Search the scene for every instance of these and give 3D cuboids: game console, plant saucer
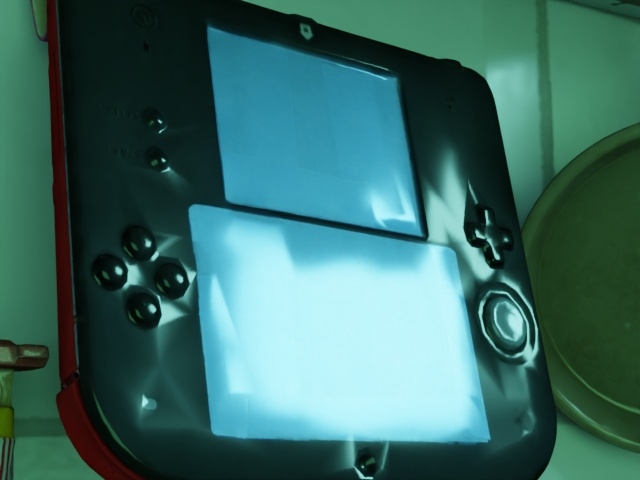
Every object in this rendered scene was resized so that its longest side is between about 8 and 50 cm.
[{"bbox_3d":[0.000,0.000,0.831,0.386,0.060,0.342,10,68,-38],"label":"game console"},{"bbox_3d":[0.286,0.036,0.970,0.277,0.041,0.278,1,104,4],"label":"plant saucer"}]

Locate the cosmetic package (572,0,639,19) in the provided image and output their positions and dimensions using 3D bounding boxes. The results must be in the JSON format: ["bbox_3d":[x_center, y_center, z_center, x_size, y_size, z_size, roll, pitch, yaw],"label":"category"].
[{"bbox_3d":[0.216,-0.417,0.911,0.329,0.327,0.394,9,81,-20],"label":"cosmetic package"}]

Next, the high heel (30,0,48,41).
[{"bbox_3d":[-0.200,-0.261,0.860,0.117,0.082,0.244,-36,110,-31],"label":"high heel"}]

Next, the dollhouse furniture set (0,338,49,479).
[{"bbox_3d":[-0.124,0.165,0.795,0.374,0.152,0.201,3,82,-21],"label":"dollhouse furniture set"}]
